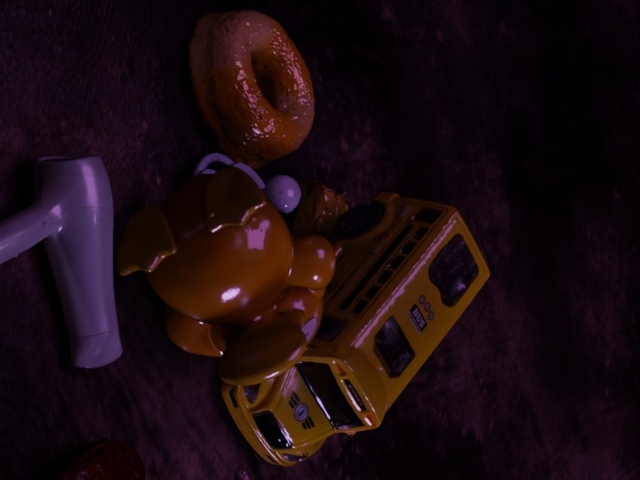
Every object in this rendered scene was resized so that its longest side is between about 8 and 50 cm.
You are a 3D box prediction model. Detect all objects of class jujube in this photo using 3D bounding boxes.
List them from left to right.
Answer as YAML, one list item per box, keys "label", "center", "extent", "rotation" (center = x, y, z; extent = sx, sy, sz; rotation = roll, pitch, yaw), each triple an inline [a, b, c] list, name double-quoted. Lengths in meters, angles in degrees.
- label: "jujube"
  center: [-0.208, 0.233, 1.837]
  extent: [0.129, 0.077, 0.077]
  rotation: [-43, 120, -66]

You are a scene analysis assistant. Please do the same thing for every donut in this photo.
- label: "donut"
  center: [-0.071, -0.173, 2.176]
  extent: [0.190, 0.074, 0.174]
  rotation: [64, 34, -27]

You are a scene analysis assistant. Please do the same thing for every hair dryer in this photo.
- label: "hair dryer"
  center: [-0.275, 0.036, 1.794]
  extent: [0.237, 0.075, 0.206]
  rotation: [-19, 106, -53]

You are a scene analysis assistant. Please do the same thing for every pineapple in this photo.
- label: "pineapple"
  center: [0.000, 0.000, 2.282]
  extent: [0.116, 0.069, 0.137]
  rotation: [-34, 104, -52]

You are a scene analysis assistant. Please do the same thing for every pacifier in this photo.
- label: "pacifier"
  center: [-0.074, -0.045, 2.098]
  extent: [0.150, 0.116, 0.127]
  rotation: [-4, 73, -58]

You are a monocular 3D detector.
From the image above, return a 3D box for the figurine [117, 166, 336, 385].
- label: "figurine"
  center: [-0.085, 0.036, 1.969]
  extent: [0.228, 0.215, 0.215]
  rotation: [62, 34, -18]

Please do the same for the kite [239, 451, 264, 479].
- label: "kite"
  center: [-0.042, 0.352, 2.158]
  extent: [0.245, 0.015, 0.141]
  rotation: [66, 32, -26]

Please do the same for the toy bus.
- label: "toy bus"
  center: [0.040, 0.100, 2.160]
  extent: [0.331, 0.151, 0.145]
  rotation: [-50, 127, -29]
